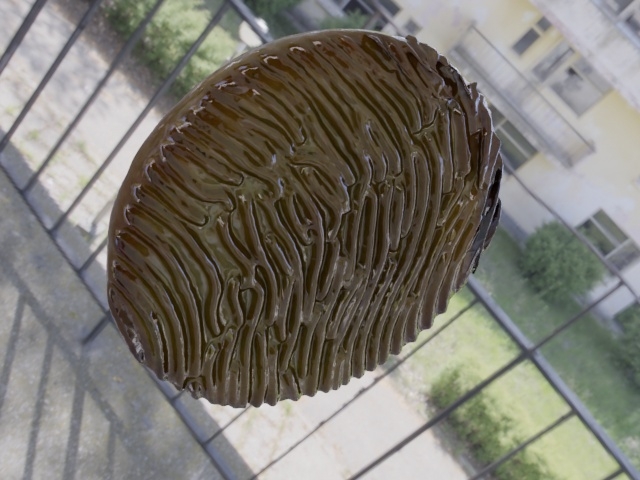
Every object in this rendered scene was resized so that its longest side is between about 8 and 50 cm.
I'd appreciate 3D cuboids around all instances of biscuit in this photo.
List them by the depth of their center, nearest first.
[{"bbox_3d":[0.000,0.000,0.573,0.318,0.317,0.040,23,18,-38],"label":"biscuit"}]
